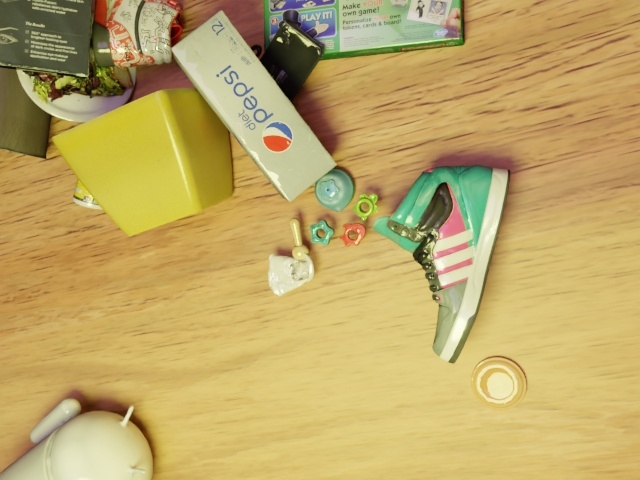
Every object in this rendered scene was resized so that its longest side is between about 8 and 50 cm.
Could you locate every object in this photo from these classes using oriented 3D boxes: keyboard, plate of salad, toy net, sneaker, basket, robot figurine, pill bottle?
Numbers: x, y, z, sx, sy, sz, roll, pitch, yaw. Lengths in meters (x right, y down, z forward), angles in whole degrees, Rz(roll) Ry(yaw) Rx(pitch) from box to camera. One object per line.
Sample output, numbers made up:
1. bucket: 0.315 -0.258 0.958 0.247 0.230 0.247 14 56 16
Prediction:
1. keyboard: -0.082 -0.271 1.022 0.108 0.023 0.180 34 122 -8
2. plate of salad: -0.424 -0.308 1.104 0.200 0.048 0.200 -1 92 -23
3. toy net: 0.000 0.000 1.039 0.122 0.045 0.232 34 105 12
4. sneaker: 0.161 0.021 0.940 0.178 0.124 0.295 14 90 12
5. basket: -0.561 -0.277 1.151 0.204 0.154 0.227 17 95 50
6. sneaker: -0.315 -0.422 1.100 0.145 0.090 0.270 -2 71 -9
7. robot figurine: -0.445 0.442 1.134 0.353 0.200 0.300 -38 65 17
8. pill bottle: -0.409 -0.120 1.155 0.065 0.065 0.116 19 99 16

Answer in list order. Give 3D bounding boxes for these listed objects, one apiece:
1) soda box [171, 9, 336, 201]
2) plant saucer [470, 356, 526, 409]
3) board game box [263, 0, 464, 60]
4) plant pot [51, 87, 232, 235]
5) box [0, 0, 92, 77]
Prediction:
1. soda box: -0.103 -0.200 0.975 0.098 0.091 0.286 -39 102 -3
2. plant saucer: 0.275 0.222 0.975 0.083 0.013 0.083 1 94 19
3. board game box: 0.062 -0.400 0.988 0.317 0.046 0.213 0 93 19
4. plant pot: -0.264 -0.126 1.042 0.212 0.212 0.187 -17 99 19
5. box: -0.449 -0.349 1.006 0.156 0.093 0.158 3 101 -22
